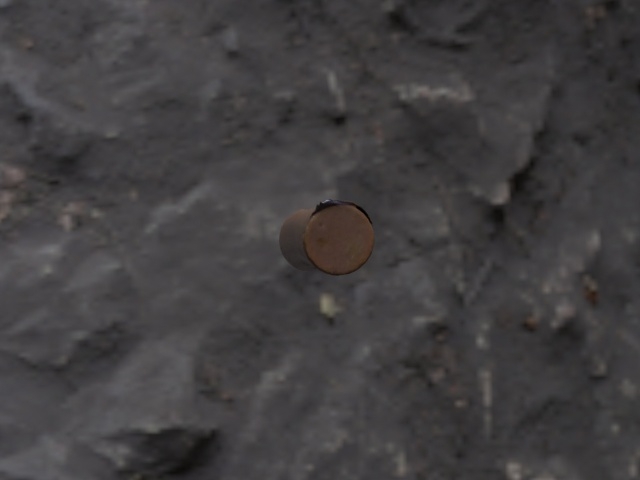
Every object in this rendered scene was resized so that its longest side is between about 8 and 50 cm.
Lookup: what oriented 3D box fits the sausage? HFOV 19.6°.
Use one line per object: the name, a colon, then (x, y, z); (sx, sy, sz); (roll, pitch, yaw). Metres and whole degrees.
sausage: (0.000, 0.000, 0.652); (0.116, 0.026, 0.026); (170, -84, -84)
